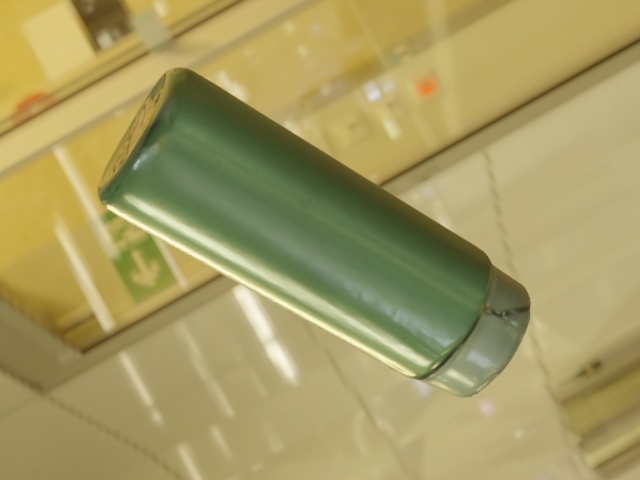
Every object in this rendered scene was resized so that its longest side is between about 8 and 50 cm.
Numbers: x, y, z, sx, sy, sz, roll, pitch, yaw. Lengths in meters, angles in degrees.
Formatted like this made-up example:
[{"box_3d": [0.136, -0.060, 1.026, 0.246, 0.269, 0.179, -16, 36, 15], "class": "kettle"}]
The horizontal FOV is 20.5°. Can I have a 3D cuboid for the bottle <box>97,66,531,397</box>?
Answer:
[{"box_3d": [0.000, 0.000, 0.338, 0.083, 0.030, 0.030, 30, -171, -14], "class": "bottle"}]
